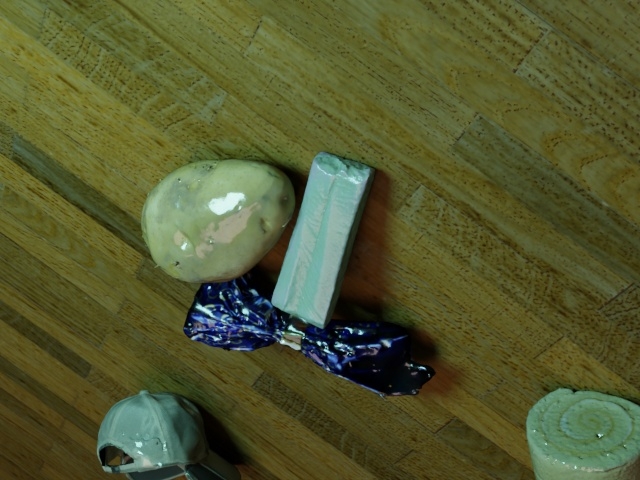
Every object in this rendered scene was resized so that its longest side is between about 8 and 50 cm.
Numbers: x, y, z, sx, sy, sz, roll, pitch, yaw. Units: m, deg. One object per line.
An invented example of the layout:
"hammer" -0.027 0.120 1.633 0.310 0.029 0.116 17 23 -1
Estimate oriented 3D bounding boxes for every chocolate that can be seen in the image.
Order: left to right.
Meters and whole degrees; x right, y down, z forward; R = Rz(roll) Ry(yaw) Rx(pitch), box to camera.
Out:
"chocolate" -0.013 0.123 1.174 0.343 0.126 0.148 18 122 17

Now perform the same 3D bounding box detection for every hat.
"hat" -0.249 0.355 1.522 0.232 0.161 0.275 0 152 46

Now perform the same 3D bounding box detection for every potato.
"potato" -0.134 -0.019 1.112 0.235 0.128 0.161 0 116 29

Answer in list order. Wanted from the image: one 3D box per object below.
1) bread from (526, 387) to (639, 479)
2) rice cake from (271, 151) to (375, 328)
"bread" 0.334 0.274 1.084 0.148 0.134 0.141 12 134 41
"rice cake" 0.001 -0.001 1.072 0.080 0.042 0.221 26 119 18
